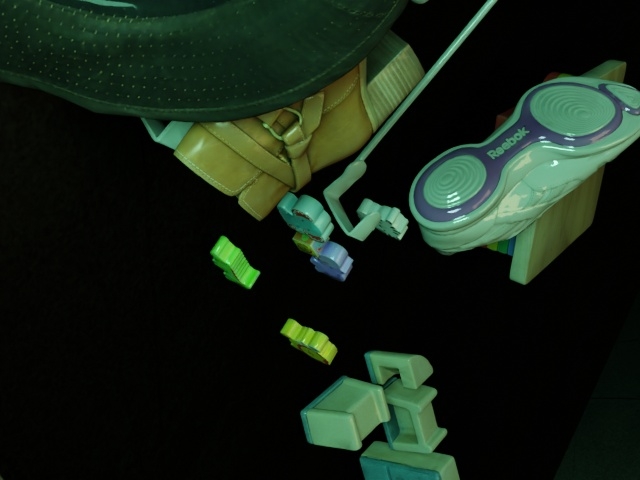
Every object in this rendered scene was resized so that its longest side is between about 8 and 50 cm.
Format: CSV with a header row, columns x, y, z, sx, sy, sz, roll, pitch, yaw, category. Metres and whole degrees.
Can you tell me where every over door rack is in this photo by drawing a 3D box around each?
x,y,z,sx,sy,sz,roll,pitch,yaw,category
0.021,-0.187,0.621,0.239,0.108,0.324,23,102,-48,over door rack

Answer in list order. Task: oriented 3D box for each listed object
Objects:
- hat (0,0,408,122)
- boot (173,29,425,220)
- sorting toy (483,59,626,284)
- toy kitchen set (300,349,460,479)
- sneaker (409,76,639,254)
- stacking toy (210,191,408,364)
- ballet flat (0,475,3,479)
x,y,z,sx,sy,sz,roll,pitch,yaw,category
-0.090,-0.189,0.351,0.331,0.331,0.134,43,41,-57,hat
-0.034,-0.105,0.498,0.152,0.073,0.197,-42,131,3,boot
0.317,-0.109,1.170,0.255,0.089,0.257,-30,131,-47,sorting toy
0.055,0.245,0.982,0.166,0.122,0.207,-33,114,-44,toy kitchen set
0.243,-0.086,0.989,0.305,0.114,0.152,-28,149,-2,sneaker
0.000,0.000,0.772,0.167,0.052,0.221,-59,147,-17,stacking toy
-0.287,0.301,0.447,0.400,0.139,0.139,-59,148,-18,ballet flat
